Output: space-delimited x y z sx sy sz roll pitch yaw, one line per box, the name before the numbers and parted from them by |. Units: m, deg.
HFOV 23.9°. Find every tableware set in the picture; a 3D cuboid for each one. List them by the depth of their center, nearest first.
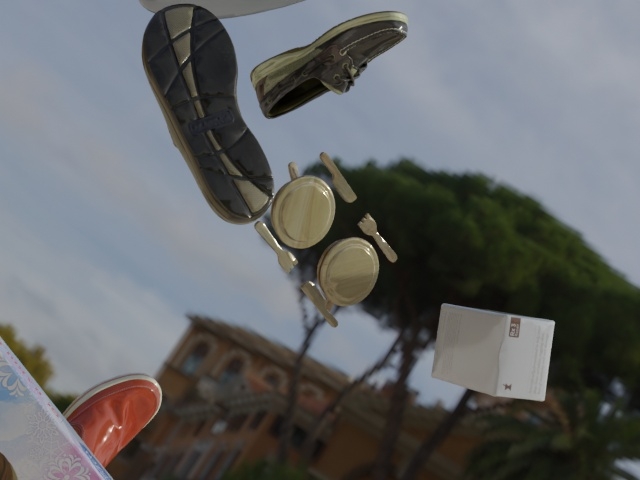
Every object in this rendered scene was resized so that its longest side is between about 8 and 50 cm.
tableware set | 0.000 0.000 1.815 0.039 0.128 0.194 21 -27 52

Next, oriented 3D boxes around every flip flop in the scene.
flip flop | -0.134 -0.143 1.746 0.277 0.112 0.080 67 -24 8

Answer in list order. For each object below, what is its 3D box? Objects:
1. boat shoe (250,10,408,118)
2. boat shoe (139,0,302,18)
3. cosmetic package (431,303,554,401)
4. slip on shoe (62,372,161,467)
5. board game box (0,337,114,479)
boat shoe | 0.016 -0.213 1.874 0.223 0.073 0.080 -21 -20 25
boat shoe | -0.058 -0.386 1.869 0.136 0.367 0.156 82 -6 -69
cosmetic package | 0.243 0.157 2.155 0.085 0.117 0.231 8 0 -19
slip on shoe | -0.350 0.314 2.176 0.101 0.331 0.123 23 -40 42
board game box | -0.411 0.257 1.559 0.318 0.319 0.066 51 -2 -2
